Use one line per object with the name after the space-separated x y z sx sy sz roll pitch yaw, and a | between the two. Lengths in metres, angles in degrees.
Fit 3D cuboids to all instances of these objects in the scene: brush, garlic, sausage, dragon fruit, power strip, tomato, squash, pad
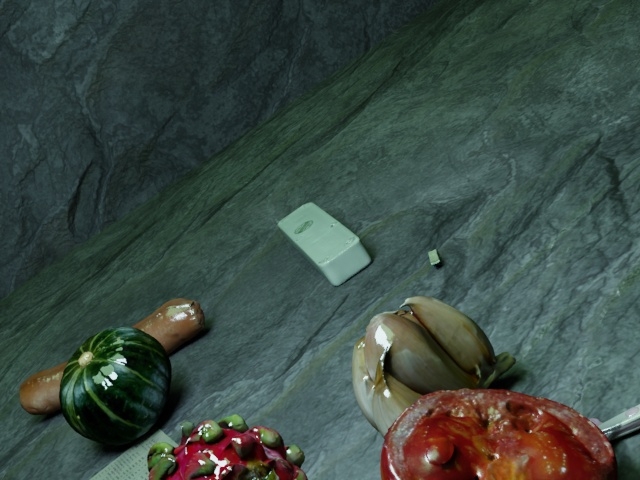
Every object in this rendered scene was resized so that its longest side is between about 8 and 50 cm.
0.192 0.030 1.900 0.016 0.013 0.083 -25 12 7 | brush
0.117 0.182 1.416 0.214 0.191 0.160 -61 7 -35 | garlic
-0.407 0.231 2.221 0.419 0.094 0.094 -29 15 11 | sausage
-0.132 0.336 1.360 0.273 0.218 0.198 -56 -1 9 | dragon fruit
0.000 0.000 2.208 0.091 0.062 0.385 -34 19 -5 | power strip
0.175 0.256 1.152 0.233 0.139 0.200 5 32 2 | tomato
-0.351 0.251 1.951 0.218 0.172 0.218 -24 25 12 | squash
-0.286 0.374 1.794 0.159 0.009 0.265 -39 19 -17 | pad

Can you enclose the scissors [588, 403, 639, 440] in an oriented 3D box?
0.336 0.195 1.225 0.176 0.022 0.085 -29 13 16 | scissors
